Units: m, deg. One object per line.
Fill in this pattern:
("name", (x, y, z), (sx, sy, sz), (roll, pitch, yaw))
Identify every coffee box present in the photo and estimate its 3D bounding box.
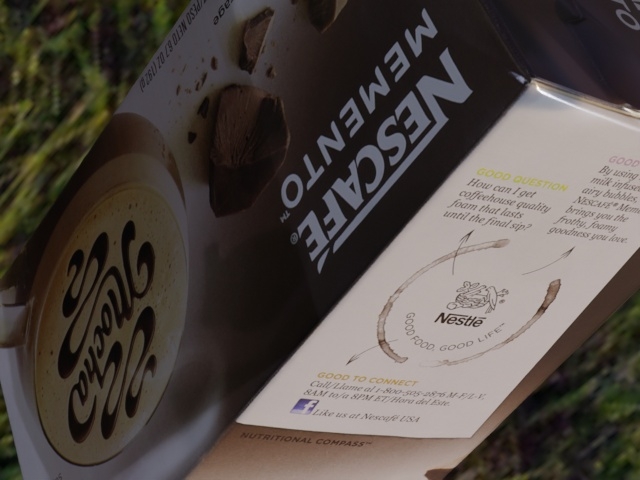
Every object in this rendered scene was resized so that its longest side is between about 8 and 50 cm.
("coffee box", (0.000, 0.000, 0.603), (0.119, 0.297, 0.168), (13, 41, -37))
